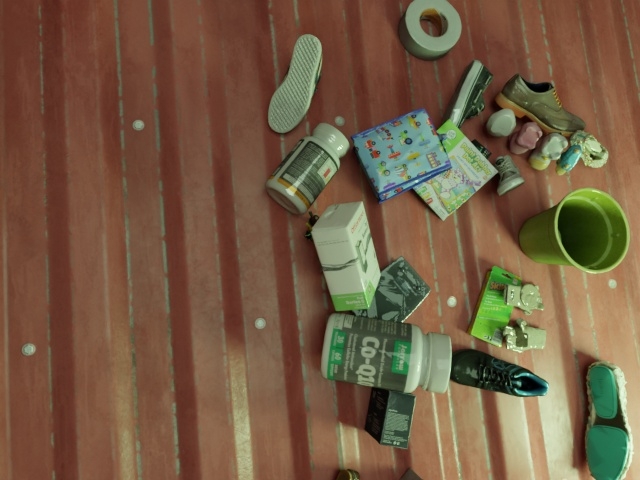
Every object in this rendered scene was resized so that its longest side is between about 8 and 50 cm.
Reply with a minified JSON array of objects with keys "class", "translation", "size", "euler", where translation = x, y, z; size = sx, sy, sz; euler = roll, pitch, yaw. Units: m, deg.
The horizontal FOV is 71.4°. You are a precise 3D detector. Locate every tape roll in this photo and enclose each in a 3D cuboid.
[{"class":"tape roll","translation":[0.402,-0.782,1.639],"size":[0.219,0.072,0.219],"euler":[1,83,-12]}]

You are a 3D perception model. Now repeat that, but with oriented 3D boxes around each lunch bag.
[{"class":"lunch bag","translation":[0.280,-0.290,1.468],"size":[0.293,0.138,0.220],"euler":[-24,82,4]}]

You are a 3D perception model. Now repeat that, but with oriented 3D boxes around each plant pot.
[{"class":"plant pot","translation":[0.839,-0.018,1.533],"size":[0.276,0.254,0.275],"euler":[2,82,-12]}]

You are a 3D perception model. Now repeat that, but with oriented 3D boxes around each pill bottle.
[{"class":"pill bottle","translation":[-0.037,-0.232,1.433],"size":[0.162,0.162,0.278],"euler":[38,78,-4]},{"class":"pill bottle","translation":[0.193,0.340,1.336],"size":[0.361,0.204,0.204],"euler":[7,81,8]}]

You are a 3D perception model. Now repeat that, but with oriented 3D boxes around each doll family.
[{"class":"doll family","translation":[0.000,0.000,1.436],"size":[0.076,0.111,0.193],"euler":[-38,91,-13]}]

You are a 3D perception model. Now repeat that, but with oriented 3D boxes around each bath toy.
[{"class":"bath toy","translation":[0.762,-0.368,1.632],"size":[0.348,0.129,0.151],"euler":[28,122,-3]}]

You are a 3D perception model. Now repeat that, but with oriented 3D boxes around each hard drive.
[{"class":"hard drive","translation":[0.227,0.192,1.485],"size":[0.255,0.054,0.172],"euler":[-42,92,-12]}]

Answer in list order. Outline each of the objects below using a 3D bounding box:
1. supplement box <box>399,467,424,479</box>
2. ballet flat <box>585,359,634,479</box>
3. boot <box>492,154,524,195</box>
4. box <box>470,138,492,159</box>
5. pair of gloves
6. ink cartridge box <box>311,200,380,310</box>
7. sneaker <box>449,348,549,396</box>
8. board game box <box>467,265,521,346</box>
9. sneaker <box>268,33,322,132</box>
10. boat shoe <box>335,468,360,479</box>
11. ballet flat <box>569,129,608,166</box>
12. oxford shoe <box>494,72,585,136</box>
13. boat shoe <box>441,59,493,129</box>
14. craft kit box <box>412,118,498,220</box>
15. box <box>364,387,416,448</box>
[{"class":"supplement box","translation":[0.364,0.840,1.390],"size":[0.239,0.130,0.073],"euler":[46,76,-3]},{"class":"ballet flat","translation":[1.018,0.629,1.554],"size":[0.147,0.147,0.408],"euler":[8,82,-10]},{"class":"boot","translation":[0.640,-0.232,1.549],"size":[0.095,0.258,0.123],"euler":[-31,83,25]},{"class":"box","translation":[0.563,-0.314,1.614],"size":[0.083,0.062,0.052],"euler":[39,76,-5]},{"class":"pair of gloves","translation":[0.710,0.271,1.564],"size":[0.204,0.042,0.240],"euler":[2,86,-27]},{"class":"ink cartridge box","translation":[0.085,0.044,1.346],"size":[0.115,0.198,0.272],"euler":[-7,114,22]},{"class":"sneaker","translation":[0.585,0.442,1.481],"size":[0.341,0.140,0.125],"euler":[11,82,-8]},{"class":"board game box","translation":[0.615,0.230,1.568],"size":[0.124,0.039,0.259],"euler":[24,82,-9]},{"class":"sneaker","translation":[-0.074,-0.512,1.493],"size":[0.126,0.127,0.321],"euler":[25,103,-1]},{"class":"boat shoe","translation":[0.062,0.807,1.365],"size":[0.073,0.073,0.207],"euler":[35,81,-46]},{"class":"ballet flat","translation":[1.019,-0.331,1.662],"size":[0.241,0.077,0.091],"euler":[21,101,-30]},{"class":"oxford shoe","translation":[0.836,-0.492,1.635],"size":[0.364,0.132,0.130],"euler":[19,43,-10]},{"class":"boat shoe","translation":[0.541,-0.502,1.604],"size":[0.119,0.121,0.335],"euler":[28,76,-2]},{"class":"craft kit box","translation":[0.430,-0.241,1.537],"size":[0.247,0.061,0.250],"euler":[-44,93,8]},{"class":"box","translation":[0.214,0.539,1.385],"size":[0.093,0.156,0.158],"euler":[14,80,-10]}]
